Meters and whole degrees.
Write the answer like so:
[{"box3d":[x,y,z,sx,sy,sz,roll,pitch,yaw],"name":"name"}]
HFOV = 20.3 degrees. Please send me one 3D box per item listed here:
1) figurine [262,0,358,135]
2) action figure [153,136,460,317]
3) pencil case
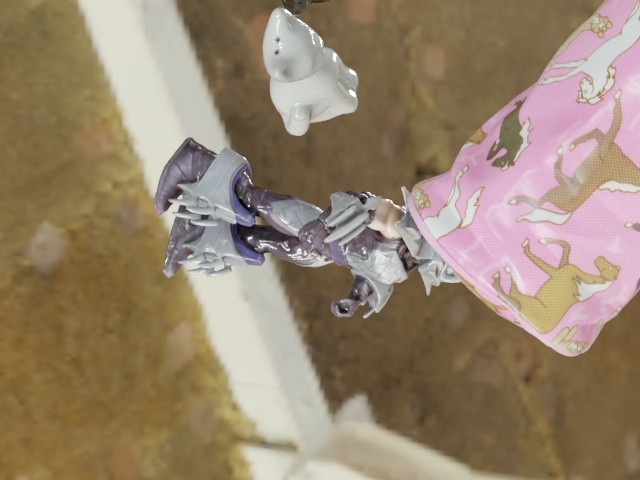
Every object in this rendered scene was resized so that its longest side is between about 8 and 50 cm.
[{"box3d":[-0.020,-0.231,1.791,0.209,0.092,0.215,50,-141,-75],"name":"figurine"},{"box3d":[0.000,0.000,1.561,0.185,0.285,0.099,74,-147,-55],"name":"action figure"},{"box3d":[0.221,-0.105,1.131,0.386,0.160,0.167,-50,-11,10],"name":"pencil case"}]
